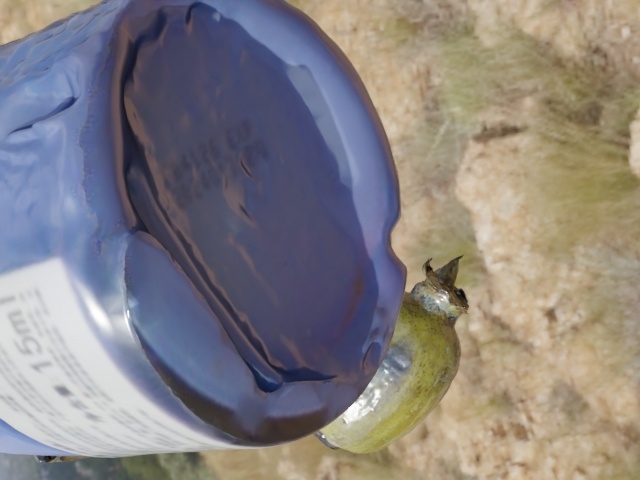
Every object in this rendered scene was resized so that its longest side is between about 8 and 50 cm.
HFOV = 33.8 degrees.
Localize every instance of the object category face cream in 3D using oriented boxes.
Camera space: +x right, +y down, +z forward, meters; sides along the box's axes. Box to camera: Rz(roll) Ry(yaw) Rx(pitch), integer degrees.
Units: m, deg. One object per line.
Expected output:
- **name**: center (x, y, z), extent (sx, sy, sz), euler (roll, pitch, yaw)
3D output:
- **face cream**: center (-0.101, -0.004, 0.591), extent (0.225, 0.249, 0.249), euler (-10, 93, 40)

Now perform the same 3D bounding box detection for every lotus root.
- **lotus root**: center (0.089, 0.135, 1.249), extent (0.278, 0.154, 0.154), euler (-49, 39, 9)

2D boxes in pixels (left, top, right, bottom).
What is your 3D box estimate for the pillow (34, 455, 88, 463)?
- **pillow**: center (-0.282, 0.178, 1.374), extent (0.312, 0.310, 0.119), euler (33, 114, 45)
